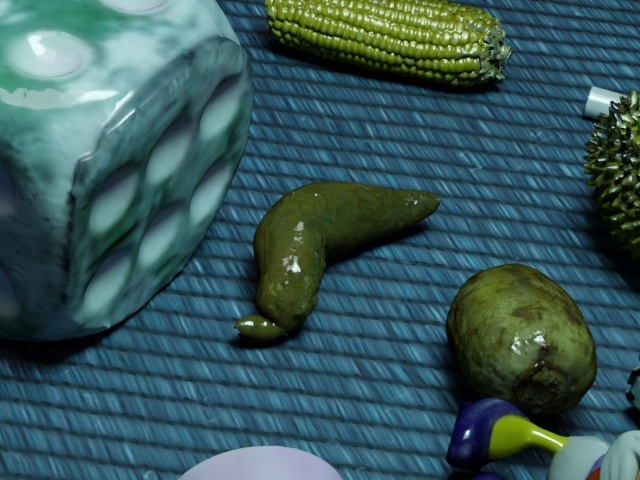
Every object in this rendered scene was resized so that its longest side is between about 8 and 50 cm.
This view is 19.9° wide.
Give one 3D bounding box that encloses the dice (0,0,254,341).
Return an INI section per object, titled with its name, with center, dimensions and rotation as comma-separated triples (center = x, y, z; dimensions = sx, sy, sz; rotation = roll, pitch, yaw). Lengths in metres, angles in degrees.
[dice]
center = -0.286, -0.117, 1.895
dimensions = 0.348, 0.330, 0.328
rotation = 26, 45, 21

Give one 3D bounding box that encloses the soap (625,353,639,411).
[soap]
center = 0.448, 0.116, 1.882
dimensions = 0.261, 0.150, 0.094
rotation = -20, 54, -28

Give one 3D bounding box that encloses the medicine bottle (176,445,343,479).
[medicine bottle]
center = -0.040, 0.335, 1.540
dimensions = 0.178, 0.178, 0.291
rotation = -1, 43, -10

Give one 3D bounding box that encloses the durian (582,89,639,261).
[durian]
center = 0.420, -0.069, 2.034
dimensions = 0.258, 0.258, 0.293
rotation = -17, 37, -25

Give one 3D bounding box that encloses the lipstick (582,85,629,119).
[lipstick]
center = 0.398, -0.154, 2.257
dimensions = 0.141, 0.040, 0.040
rotation = 17, 42, 11

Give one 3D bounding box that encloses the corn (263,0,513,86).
[corn]
center = 0.085, -0.260, 2.280
dimensions = 0.318, 0.115, 0.115
rotation = 10, 42, 2

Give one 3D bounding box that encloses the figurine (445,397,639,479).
[figurine]
center = 0.313, 0.256, 1.702
dimensions = 0.421, 0.154, 0.193
rotation = 13, 0, 24

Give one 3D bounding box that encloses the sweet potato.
[sweet potato]
center = -0.004, -0.001, 1.985
dimensions = 0.124, 0.098, 0.310
rotation = 45, 49, 7

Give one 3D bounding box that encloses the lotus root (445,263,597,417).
[lotus root]
center = 0.205, 0.097, 1.874
dimensions = 0.145, 0.128, 0.260
rotation = 16, 19, -10
